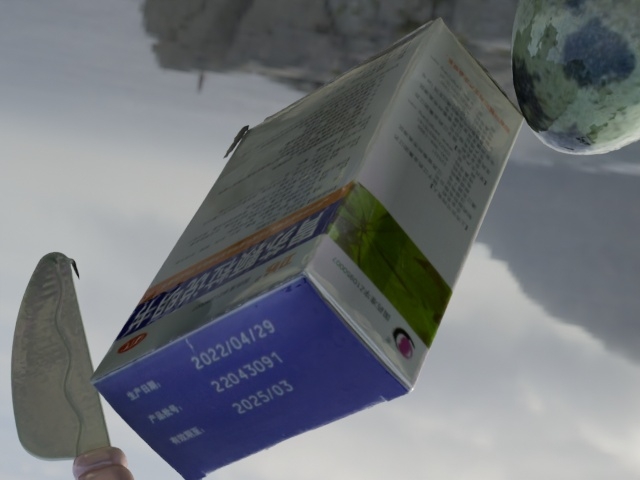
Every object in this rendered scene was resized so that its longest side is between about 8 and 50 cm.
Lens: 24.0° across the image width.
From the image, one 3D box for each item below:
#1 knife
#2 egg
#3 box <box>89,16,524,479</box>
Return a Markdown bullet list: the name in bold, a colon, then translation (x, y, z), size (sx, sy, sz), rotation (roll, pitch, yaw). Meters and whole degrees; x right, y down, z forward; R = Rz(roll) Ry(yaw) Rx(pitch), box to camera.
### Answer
- **knife**: translation (-0.186, 0.147, 1.139), size (0.081, 0.336, 0.043), rotation (-18, 143, -9)
- **egg**: translation (0.196, -0.137, 0.979), size (0.141, 0.181, 0.141), rotation (26, -161, -9)
- **box**: translation (0.000, 0.000, 1.009), size (0.200, 0.299, 0.106), rotation (-28, 114, 37)
